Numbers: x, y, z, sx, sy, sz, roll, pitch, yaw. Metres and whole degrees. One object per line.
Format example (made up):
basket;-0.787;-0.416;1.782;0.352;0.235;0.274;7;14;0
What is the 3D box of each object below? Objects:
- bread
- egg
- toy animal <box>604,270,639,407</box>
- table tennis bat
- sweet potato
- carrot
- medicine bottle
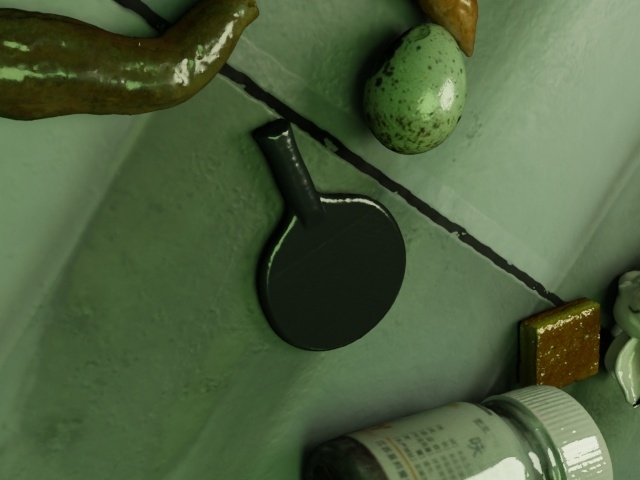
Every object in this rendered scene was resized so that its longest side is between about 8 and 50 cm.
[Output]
bread;0.266;0.117;0.920;0.094;0.035;0.090;-16;115;-23
egg;0.080;-0.126;0.691;0.085;0.085;0.110;6;100;-31
toy animal;0.382;0.086;0.928;0.182;0.131;0.127;-42;102;2
table tennis bat;0.000;0.000;0.730;0.150;0.027;0.236;-33;123;-15
sweet potato;-0.143;-0.127;0.581;0.233;0.062;0.081;-14;113;-28
carrot;0.090;-0.236;0.666;0.072;0.072;0.205;-39;123;-11
medicine bottle;0.135;0.244;0.815;0.273;0.165;0.165;-10;113;-25
